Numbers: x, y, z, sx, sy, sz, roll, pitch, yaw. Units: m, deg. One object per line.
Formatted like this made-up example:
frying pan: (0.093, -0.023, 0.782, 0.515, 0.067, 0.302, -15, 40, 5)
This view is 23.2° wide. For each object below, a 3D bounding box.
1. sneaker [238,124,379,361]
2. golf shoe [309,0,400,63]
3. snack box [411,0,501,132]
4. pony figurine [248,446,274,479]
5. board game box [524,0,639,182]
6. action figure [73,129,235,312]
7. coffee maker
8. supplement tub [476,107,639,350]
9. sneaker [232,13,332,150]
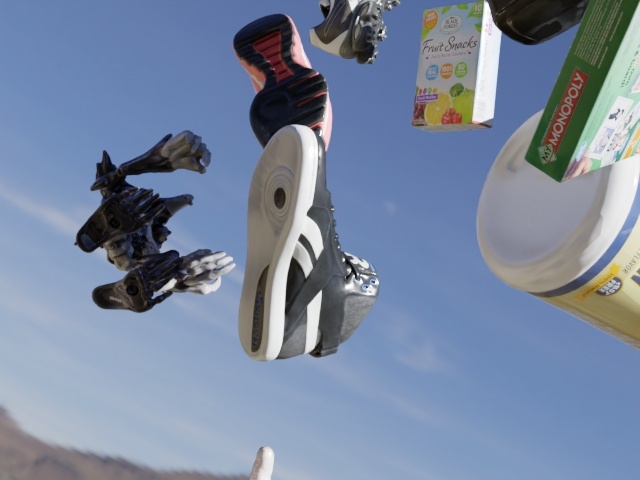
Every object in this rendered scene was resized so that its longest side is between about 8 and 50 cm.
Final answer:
sneaker: (0.000, 0.000, 1.373, 0.121, 0.216, 0.079, -3, 25, -33)
golf shoe: (0.048, -0.304, 1.902, 0.094, 0.198, 0.077, 11, -37, 19)
snack box: (0.157, -0.198, 1.787, 0.037, 0.141, 0.100, 11, -7, -41)
pony figurine: (-0.088, 0.334, 1.004, 0.303, 0.351, 0.363, 23, -21, 21)
board game box: (0.304, -0.211, 1.350, 0.046, 0.317, 0.213, 36, 32, 27)
action figure: (-0.159, -0.013, 1.528, 0.275, 0.141, 0.164, -93, 166, -78)
coffee maker: (0.189, -0.283, 1.513, 0.120, 0.178, 0.171, 1, -28, -36)
supplement tub: (0.360, -0.003, 1.780, 0.316, 0.228, 0.228, 25, -9, -32)
sneaker: (-0.031, -0.186, 2.170, 0.313, 0.116, 0.136, -105, 169, -46)
